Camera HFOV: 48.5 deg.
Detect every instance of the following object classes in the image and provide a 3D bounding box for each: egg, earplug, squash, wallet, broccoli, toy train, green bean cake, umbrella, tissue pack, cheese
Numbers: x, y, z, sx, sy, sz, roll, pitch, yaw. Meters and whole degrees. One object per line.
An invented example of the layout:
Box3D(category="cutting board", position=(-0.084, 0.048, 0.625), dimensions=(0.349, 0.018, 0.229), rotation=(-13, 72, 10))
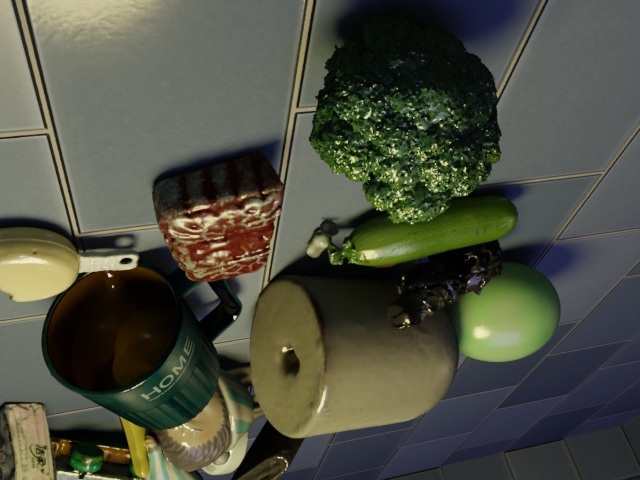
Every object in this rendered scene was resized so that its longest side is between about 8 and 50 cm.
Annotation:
Box3D(category="egg", position=(0.399, 0.159, 1.585), dimensions=(0.269, 0.220, 0.220), rotation=(-8, 149, -7))
Box3D(category="earplug", position=(0.093, 0.225, 1.465), dimensions=(0.394, 0.313, 0.313), rotation=(1, 145, -31))
Box3D(category="squash", position=(0.195, -0.018, 1.321), dimensions=(0.378, 0.101, 0.101), rotation=(-12, 149, -9))
Box3D(category="wallet", position=(-0.074, 0.434, 1.708), dimensions=(0.228, 0.062, 0.406), rotation=(-44, -176, 34))
Box3D(category="broccoli", position=(0.101, -0.155, 0.946), dimensions=(0.269, 0.270, 0.270), rotation=(-5, 178, -19))
Box3D(category="toy train", position=(-0.556, 0.606, 1.856), dimensions=(0.429, 0.249, 0.178), rotation=(17, 94, -22))
Box3D(category="green bean cake", position=(-0.152, -0.024, 1.145), dimensions=(0.198, 0.097, 0.233), rotation=(-13, 149, -5))
Box3D(category="umbrella", position=(0.225, 0.069, 1.371), dimensions=(0.336, 0.128, 0.154), rotation=(-22, -159, -35))
Box3D(category="tissue pack", position=(-0.746, 0.566, 1.663), dimensions=(0.122, 0.259, 0.361), rotation=(7, 144, -45))
Box3D(category="cheese", position=(-0.424, 0.028, 1.124), dimensions=(0.248, 0.071, 0.163), rotation=(-13, 150, -4))

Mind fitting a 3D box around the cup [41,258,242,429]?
Box3D(category="cup", position=(-0.317, 0.179, 1.311), dimensions=(0.242, 0.308, 0.292), rotation=(12, 154, 15))

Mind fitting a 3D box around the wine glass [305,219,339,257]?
Box3D(category="wine glass", position=(0.000, 0.000, 1.314), dimensions=(0.039, 0.042, 0.083), rotation=(27, 138, -10))

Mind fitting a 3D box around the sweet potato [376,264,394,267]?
Box3D(category="sweet potato", position=(0.132, 0.026, 1.408), dimensions=(0.182, 0.054, 0.053), rotation=(-1, 155, -28))

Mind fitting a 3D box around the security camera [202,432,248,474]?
Box3D(category="security camera", position=(-0.330, 0.505, 1.833), dimensions=(0.236, 0.195, 0.194), rotation=(17, 136, -37))

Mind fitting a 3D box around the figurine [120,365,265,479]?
Box3D(category="figurine", position=(-0.241, 0.448, 1.623), dimensions=(0.377, 0.362, 0.266), rotation=(-15, -172, -11))
